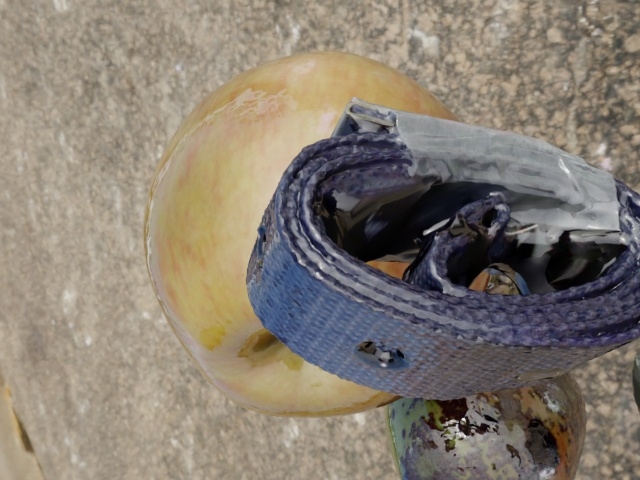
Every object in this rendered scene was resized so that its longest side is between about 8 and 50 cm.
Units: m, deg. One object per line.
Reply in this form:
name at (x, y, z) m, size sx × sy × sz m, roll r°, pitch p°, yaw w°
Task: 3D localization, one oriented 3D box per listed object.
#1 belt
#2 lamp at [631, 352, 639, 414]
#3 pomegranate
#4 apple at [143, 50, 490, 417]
belt at (0.075, 0.017, 0.426) m, size 0.126 × 0.230 × 0.140 m, roll 116°, pitch 157°, yaw -58°
lamp at (0.423, 0.232, 0.790) m, size 0.250 × 0.101 × 0.101 m, roll 57°, pitch 140°, yaw 22°
pomegranate at (0.222, 0.197, 0.946) m, size 0.285 × 0.285 × 0.341 m, roll 30°, pitch 127°, yaw 38°
apple at (0.000, 0.000, 0.775) m, size 0.391 × 0.347 × 0.391 m, roll 8°, pitch 140°, yaw 6°
